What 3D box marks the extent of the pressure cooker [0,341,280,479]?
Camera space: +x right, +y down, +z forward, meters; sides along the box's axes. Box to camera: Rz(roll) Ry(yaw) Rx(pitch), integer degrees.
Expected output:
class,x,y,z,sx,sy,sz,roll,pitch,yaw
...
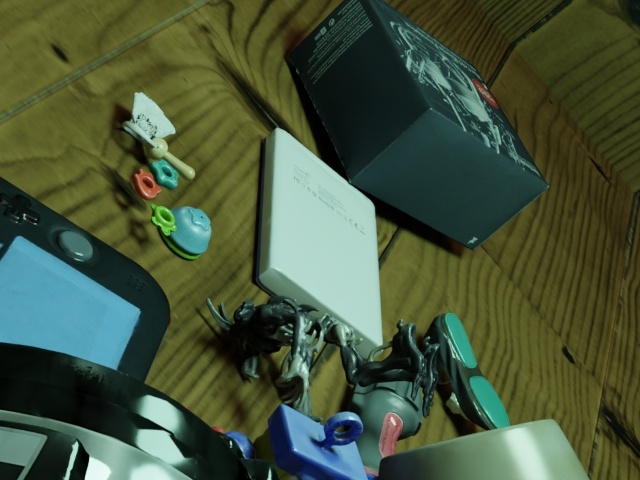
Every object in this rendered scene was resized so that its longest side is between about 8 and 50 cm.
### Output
class,x,y,z,sx,sy,sz,roll,pitch,yaw
pressure cooker,-0.216,0.267,0.788,0.370,0.375,0.420,33,36,-23

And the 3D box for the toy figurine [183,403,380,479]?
class,x,y,z,sx,sy,sz,roll,pitch,yaw
toy figurine,-0.063,0.203,1.281,0.362,0.217,0.191,34,32,-33

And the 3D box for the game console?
class,x,y,z,sx,sy,sz,roll,pitch,yaw
game console,-0.311,0.056,1.168,0.342,0.060,0.386,38,24,-12

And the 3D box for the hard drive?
class,x,y,z,sx,sy,sz,roll,pitch,yaw
hard drive,0.000,0.000,1.824,0.210,0.040,0.319,38,30,-26

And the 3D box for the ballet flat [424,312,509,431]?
class,x,y,z,sx,sy,sz,roll,pitch,yaw
ballet flat,0.204,0.203,1.866,0.074,0.074,0.203,10,49,-53

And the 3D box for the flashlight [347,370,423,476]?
class,x,y,z,sx,sy,sz,roll,pitch,yaw
flashlight,0.077,0.267,1.557,0.304,0.103,0.103,-67,142,-61

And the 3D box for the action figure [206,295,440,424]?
class,x,y,z,sx,sy,sz,roll,pitch,yaw
action figure,-0.009,0.141,1.505,0.164,0.275,0.141,50,52,-68

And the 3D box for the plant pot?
class,x,y,z,sx,sy,sz,roll,pitch,yaw
plant pot,0.179,0.338,1.314,0.323,0.323,0.280,4,69,-56

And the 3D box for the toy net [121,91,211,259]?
class,x,y,z,sx,sy,sz,roll,pitch,yaw
toy net,-0.208,-0.086,1.602,0.122,0.045,0.232,11,46,-50

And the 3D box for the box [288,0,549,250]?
class,x,y,z,sx,sy,sz,roll,pitch,yaw
box,0.162,-0.196,2.129,0.343,0.179,0.312,25,32,-45
